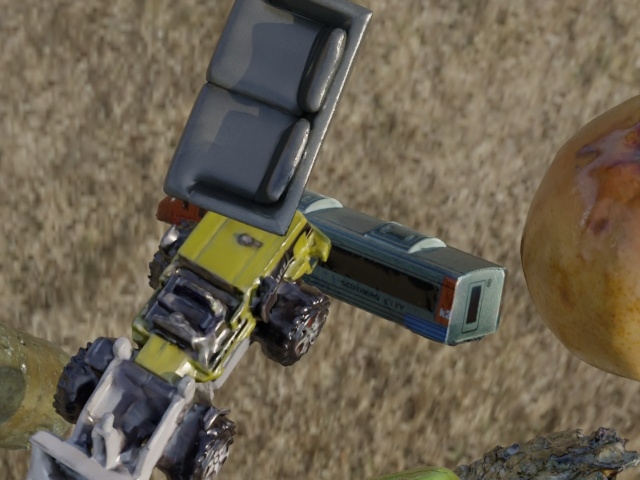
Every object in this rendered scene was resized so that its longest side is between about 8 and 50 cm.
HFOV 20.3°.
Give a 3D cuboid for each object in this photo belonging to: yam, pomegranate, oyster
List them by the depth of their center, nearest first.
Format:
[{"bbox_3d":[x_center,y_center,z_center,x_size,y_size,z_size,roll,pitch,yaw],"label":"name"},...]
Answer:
[{"bbox_3d":[0.243,-0.002,1.247,0.207,0.207,0.207,3,58,-5],"label":"pomegranate"},{"bbox_3d":[-0.373,0.133,1.824,0.133,0.330,0.133,-6,74,21],"label":"yam"},{"bbox_3d":[0.220,0.267,1.909,0.198,0.259,0.092,-34,91,-23],"label":"oyster"}]

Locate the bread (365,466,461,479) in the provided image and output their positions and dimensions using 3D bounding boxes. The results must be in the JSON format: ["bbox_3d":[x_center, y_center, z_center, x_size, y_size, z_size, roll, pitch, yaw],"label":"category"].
[{"bbox_3d":[0.063,0.233,1.496,0.130,0.139,0.071,-9,87,-6],"label":"bread"}]

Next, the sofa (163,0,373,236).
[{"bbox_3d":[-0.033,-0.083,1.068,0.085,0.060,0.147,22,88,3],"label":"sofa"}]

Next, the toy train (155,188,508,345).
[{"bbox_3d":[0.000,0.000,1.773,0.409,0.089,0.086,23,20,38],"label":"toy train"}]

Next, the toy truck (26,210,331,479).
[{"bbox_3d":[-0.105,0.087,1.282,0.136,0.111,0.286,29,74,18],"label":"toy truck"}]
